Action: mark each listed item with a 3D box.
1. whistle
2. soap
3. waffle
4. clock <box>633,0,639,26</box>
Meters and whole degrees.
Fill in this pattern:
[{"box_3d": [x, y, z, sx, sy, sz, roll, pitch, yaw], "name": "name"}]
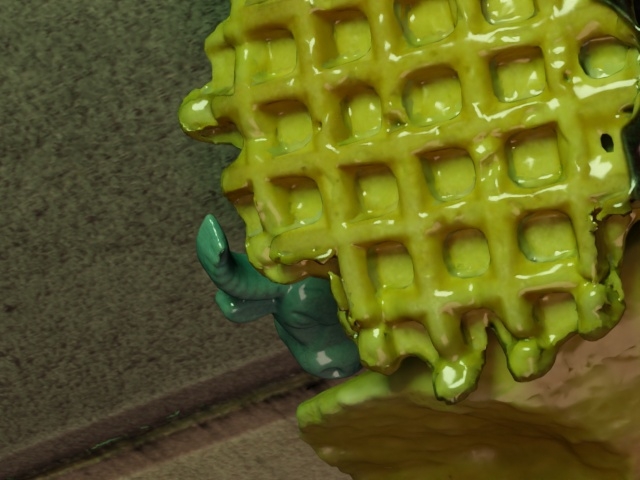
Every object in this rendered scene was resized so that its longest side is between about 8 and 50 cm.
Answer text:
[{"box_3d": [0.000, 0.000, 1.096, 0.186, 0.093, 0.274, -23, 141, -17], "name": "whistle"}, {"box_3d": [0.219, 0.099, 0.979, 0.427, 0.115, 0.306, -30, 131, 18], "name": "soap"}, {"box_3d": [0.069, -0.077, 0.867, 0.307, 0.312, 0.060, -46, 166, 21], "name": "waffle"}, {"box_3d": [0.348, -0.114, 0.910, 0.386, 0.076, 0.386, 9, 151, 5], "name": "clock"}]
